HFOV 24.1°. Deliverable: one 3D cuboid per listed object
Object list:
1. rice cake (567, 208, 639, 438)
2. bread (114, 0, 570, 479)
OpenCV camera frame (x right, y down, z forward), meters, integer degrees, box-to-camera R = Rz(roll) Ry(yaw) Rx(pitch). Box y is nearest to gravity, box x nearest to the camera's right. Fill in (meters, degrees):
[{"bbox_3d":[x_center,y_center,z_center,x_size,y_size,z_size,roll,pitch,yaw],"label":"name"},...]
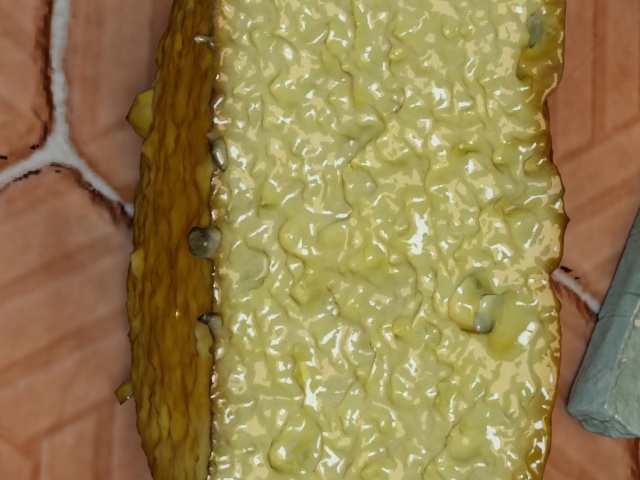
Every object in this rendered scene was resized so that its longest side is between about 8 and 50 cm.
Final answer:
[{"bbox_3d":[0.208,0.003,0.898,0.042,0.045,0.245,30,72,-18],"label":"rice cake"},{"bbox_3d":[0.000,0.000,0.718,0.194,0.179,0.340,4,85,-25],"label":"bread"}]
